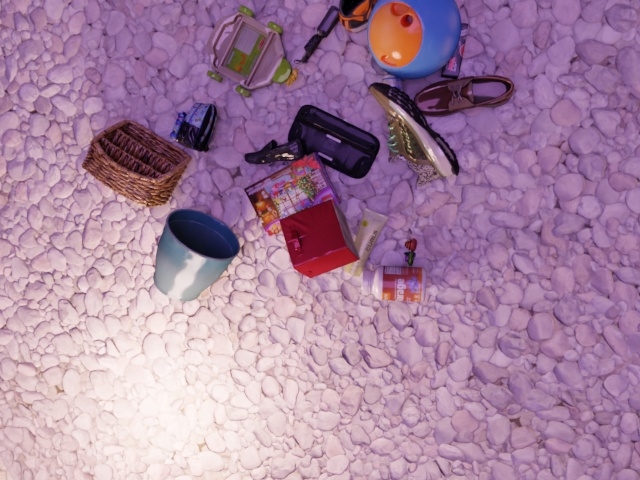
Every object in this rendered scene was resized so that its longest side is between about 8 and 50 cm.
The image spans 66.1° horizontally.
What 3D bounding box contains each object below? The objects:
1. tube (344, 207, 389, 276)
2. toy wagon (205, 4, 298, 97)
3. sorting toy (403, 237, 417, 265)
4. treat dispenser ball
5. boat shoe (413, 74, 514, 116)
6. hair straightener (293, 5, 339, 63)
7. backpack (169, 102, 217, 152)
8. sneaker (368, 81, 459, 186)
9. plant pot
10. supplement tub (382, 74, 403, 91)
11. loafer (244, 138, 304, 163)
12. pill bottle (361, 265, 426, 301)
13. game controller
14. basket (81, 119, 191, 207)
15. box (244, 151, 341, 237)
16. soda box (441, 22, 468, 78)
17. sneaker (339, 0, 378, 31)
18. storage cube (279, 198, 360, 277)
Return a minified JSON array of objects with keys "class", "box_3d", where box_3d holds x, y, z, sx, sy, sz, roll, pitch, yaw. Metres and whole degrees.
[{"class":"tube","box_3d":[0.154,0.010,1.744,0.070,0.062,0.239,20,95,-34]},{"class":"toy wagon","box_3d":[-0.231,-0.640,1.726,0.345,0.068,0.267,30,100,4]},{"class":"sorting toy","box_3d":[0.308,0.041,1.721,0.042,0.061,0.101,8,70,22]},{"class":"treat dispenser ball","box_3d":[0.289,-0.651,1.530,0.289,0.288,0.287,1,96,9]},{"class":"boat shoe","box_3d":[0.467,-0.483,1.607,0.325,0.116,0.122,-10,95,10]},{"class":"hair straightener","box_3d":[-0.015,-0.698,1.674,0.047,0.089,0.230,43,101,0]},{"class":"backpack","box_3d":[-0.439,-0.411,1.738,0.117,0.158,0.173,22,97,-1]},{"class":"sneaker","box_3d":[0.272,-0.331,1.618,0.182,0.158,0.410,-36,104,29]},{"class":"plant pot","box_3d":[-0.466,0.068,1.755,0.272,0.271,0.255,36,115,4]},{"class":"supplement tub","box_3d":[0.243,-0.502,1.664,0.071,0.071,0.107,1,96,9]},{"class":"loafer","box_3d":[-0.166,-0.316,1.735,0.224,0.076,0.078,-4,113,18]},{"class":"pill bottle","box_3d":[0.254,0.150,1.709,0.217,0.121,0.121,2,96,9]},{"class":"game controller","box_3d":[0.043,-0.345,1.727,0.320,0.067,0.166,28,114,5]},{"class":"basket","box_3d":[-0.663,-0.284,1.759,0.299,0.213,0.222,33,101,4]},{"class":"box","box_3d":[-0.099,-0.159,1.743,0.294,0.057,0.200,-25,95,18]},{"class":"soda box","box_3d":[0.443,-0.627,1.628,0.060,0.053,0.168,9,98,8]},{"class":"sneaker","box_3d":[0.195,-0.812,1.579,0.321,0.180,0.124,-41,85,11]},{"class":"storage cube","box_3d":[0.000,0.000,1.671,0.193,0.215,0.183,-21,70,10]}]
